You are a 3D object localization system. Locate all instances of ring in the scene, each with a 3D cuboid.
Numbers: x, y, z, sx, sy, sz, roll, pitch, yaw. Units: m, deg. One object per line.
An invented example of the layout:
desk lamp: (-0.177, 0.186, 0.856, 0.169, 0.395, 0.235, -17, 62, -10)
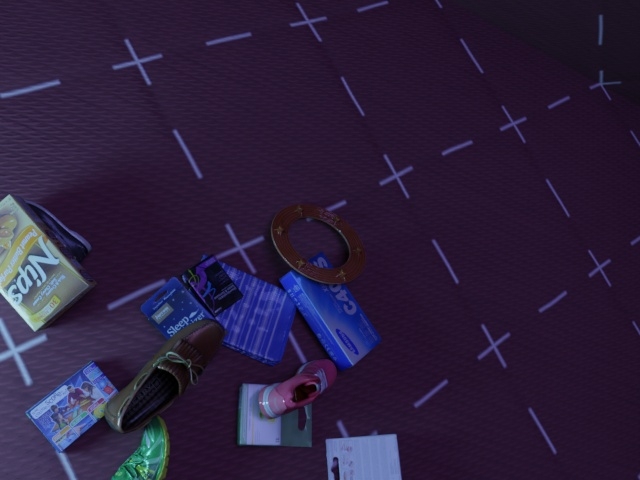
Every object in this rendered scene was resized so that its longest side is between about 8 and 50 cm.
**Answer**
ring: (0.000, 0.000, 2.032, 0.336, 0.032, 0.337, 18, 43, -17)

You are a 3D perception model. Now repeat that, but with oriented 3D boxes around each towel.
towel: (-0.241, 0.211, 1.898, 0.335, 0.040, 0.243, 25, 61, -15)

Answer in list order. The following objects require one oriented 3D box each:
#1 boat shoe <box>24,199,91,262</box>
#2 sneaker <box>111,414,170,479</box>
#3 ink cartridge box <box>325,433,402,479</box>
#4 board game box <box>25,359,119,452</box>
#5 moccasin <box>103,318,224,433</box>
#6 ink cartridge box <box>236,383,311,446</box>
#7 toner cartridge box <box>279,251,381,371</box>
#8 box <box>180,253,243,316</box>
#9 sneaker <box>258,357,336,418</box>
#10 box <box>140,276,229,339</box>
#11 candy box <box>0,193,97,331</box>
boat shoe: (-0.743, -0.022, 1.722, 0.227, 0.081, 0.069, 38, 55, -11)
sneaker: (-0.462, 0.590, 1.600, 0.123, 0.109, 0.296, 18, 64, -23)
ink cartridge box: (0.130, 0.685, 1.894, 0.224, 0.056, 0.181, -2, 70, -7)
board game box: (-0.633, 0.428, 1.626, 0.201, 0.035, 0.136, -40, 90, -32)
moccasin: (-0.398, 0.353, 1.658, 0.380, 0.147, 0.139, -38, 110, -30)
ink cartridge box: (-0.125, 0.512, 1.827, 0.234, 0.056, 0.171, 8, 66, -20)
toner cartridge box: (0.034, 0.221, 1.986, 0.165, 0.075, 0.348, -32, 86, -43)
box: (-0.321, 0.135, 1.863, 0.116, 0.029, 0.162, -36, 86, -33)
sneaker: (-0.031, 0.429, 1.821, 0.313, 0.136, 0.116, -20, 90, -50)
box: (-0.387, 0.228, 1.782, 0.136, 0.036, 0.225, -44, 99, -11)
candy box: (-0.765, 0.058, 1.640, 0.183, 0.087, 0.316, -41, 90, -4)
